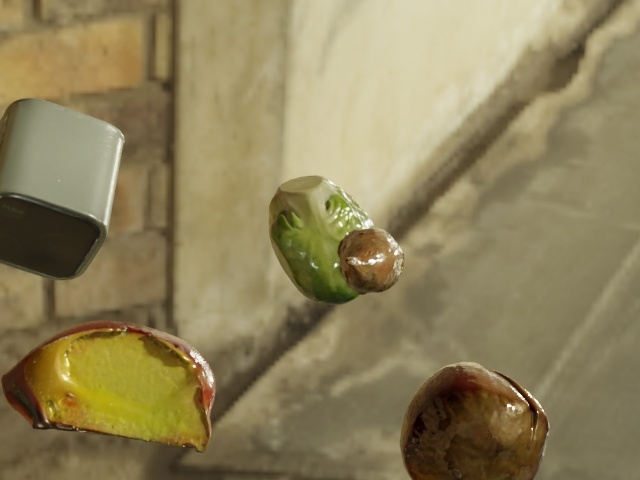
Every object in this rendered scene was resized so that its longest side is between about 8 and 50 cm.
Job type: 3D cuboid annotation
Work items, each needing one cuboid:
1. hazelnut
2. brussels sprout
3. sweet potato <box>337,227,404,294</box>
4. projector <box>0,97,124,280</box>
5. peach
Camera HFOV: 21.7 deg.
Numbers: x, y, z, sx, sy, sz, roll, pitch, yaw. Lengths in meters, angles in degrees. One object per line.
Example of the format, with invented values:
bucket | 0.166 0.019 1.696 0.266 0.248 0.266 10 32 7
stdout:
hazelnut | 0.194 0.251 2.216 0.208 0.208 0.208 2 27 -1
brussels sprout | 0.004 -0.001 1.897 0.117 0.155 0.155 -15 29 -3
sweet potato | 0.048 0.019 1.618 0.068 0.068 0.226 2 4 -1
projector | -0.184 -0.033 1.117 0.083 0.083 0.082 20 51 -18
peach | -0.268 0.182 2.135 0.267 0.158 0.154 7 -11 -5
